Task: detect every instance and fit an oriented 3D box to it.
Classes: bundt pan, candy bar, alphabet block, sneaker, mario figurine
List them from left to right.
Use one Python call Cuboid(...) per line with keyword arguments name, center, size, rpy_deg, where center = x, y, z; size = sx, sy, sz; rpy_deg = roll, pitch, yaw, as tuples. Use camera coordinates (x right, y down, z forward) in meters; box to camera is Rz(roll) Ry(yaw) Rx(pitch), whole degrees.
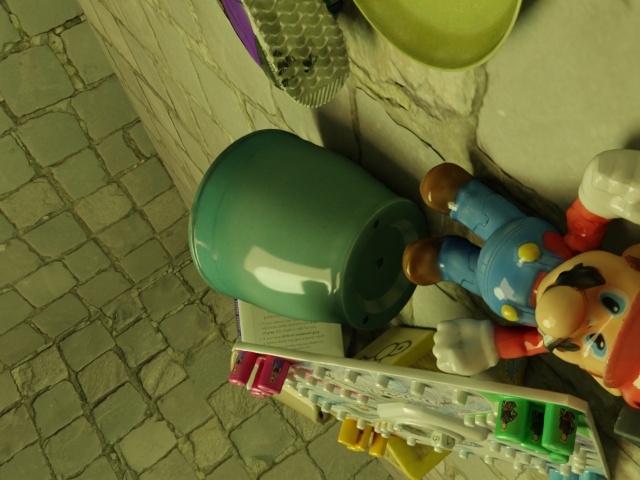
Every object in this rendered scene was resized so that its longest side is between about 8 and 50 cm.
Cuboid(name="sneaker", center=(-0.068, -0.273, 0.570), size=(0.146, 0.102, 0.293), rpy_deg=(47, 164, 40))
Cuboid(name="bundt pan", center=(0.002, 0.211, 1.332), size=(0.331, 0.124, 0.331), rpy_deg=(21, 174, 2))
Cuboid(name="alphabet block", center=(0.156, 0.288, 1.092), size=(0.193, 0.192, 0.197), rpy_deg=(54, 167, -3))
Cuboid(name="candy bar", center=(0.262, 0.159, 0.796), size=(0.040, 0.018, 0.161), rpy_deg=(45, 163, 35))
Cuboid(name="mario figurine", center=(0.171, 0.027, 0.490), size=(0.320, 0.170, 0.198), rpy_deg=(35, 154, 57))

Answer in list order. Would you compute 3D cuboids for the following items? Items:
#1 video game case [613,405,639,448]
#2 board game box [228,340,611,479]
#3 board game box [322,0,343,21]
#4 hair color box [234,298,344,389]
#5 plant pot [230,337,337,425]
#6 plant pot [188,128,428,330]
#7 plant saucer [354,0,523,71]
Cuboid(name="video game case", center=(0.345, 0.186, 0.341), size=(0.274, 0.026, 0.196), rpy_deg=(32, 169, -12))
Cuboid(name="board game box", center=(0.135, 0.240, 0.737), size=(0.390, 0.050, 0.390), rpy_deg=(3, 152, 31))
Cuboid(name="board game box", center=(-0.044, -0.287, 0.736), size=(0.136, 0.035, 0.201), rpy_deg=(54, 166, 2))
Cuboid(name="hair color box", center=(-0.069, 0.092, 1.105), size=(0.110, 0.185, 0.338), rpy_deg=(158, 107, -77))
Cuboid(name="plant pot", center=(-0.047, 0.380, 1.779), size=(0.305, 0.334, 0.333), rpy_deg=(31, 154, 35))
Cuboid(name="plant pot", center=(0.000, 0.000, 0.835), size=(0.255, 0.271, 0.271), rpy_deg=(23, 148, 39))
Cuboid(name="plant saucer", center=(0.073, -0.246, 0.446), size=(0.241, 0.037, 0.241), rpy_deg=(50, 165, 18))
